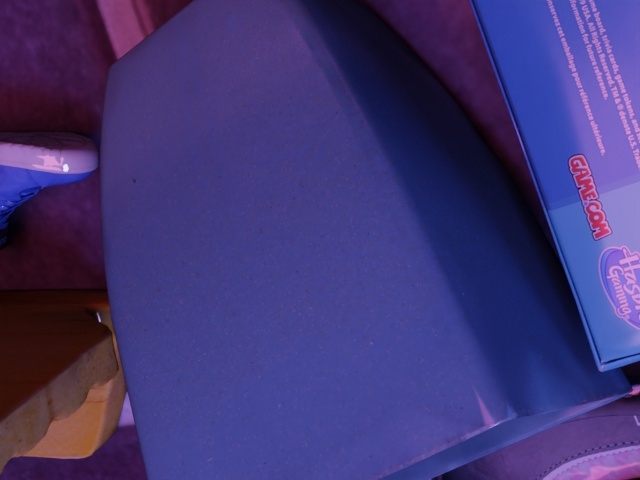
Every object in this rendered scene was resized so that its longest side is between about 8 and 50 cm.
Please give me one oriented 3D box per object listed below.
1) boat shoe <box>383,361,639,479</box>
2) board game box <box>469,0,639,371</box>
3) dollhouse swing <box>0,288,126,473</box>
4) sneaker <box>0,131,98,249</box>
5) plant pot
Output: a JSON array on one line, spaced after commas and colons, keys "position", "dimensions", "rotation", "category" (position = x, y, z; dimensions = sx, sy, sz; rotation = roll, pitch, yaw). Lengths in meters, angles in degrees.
[{"position": [0.114, 0.123, 0.522], "dimensions": [0.335, 0.095, 0.112], "rotation": [-24, 99, 25], "category": "boat shoe"}, {"position": [0.230, -0.118, 0.371], "dimensions": [0.336, 0.079, 0.254], "rotation": [-19, 90, 27], "category": "board game box"}, {"position": [-0.278, 0.230, 0.562], "dimensions": [0.315, 0.347, 0.305], "rotation": [-1, 107, 20], "category": "dollhouse swing"}, {"position": [-0.196, -0.022, 0.603], "dimensions": [0.152, 0.058, 0.085], "rotation": [2, 104, 24], "category": "sneaker"}, {"position": [0.000, 0.000, 0.464], "dimensions": [0.165, 0.165, 0.234], "rotation": [-31, 71, 26], "category": "plant pot"}]
